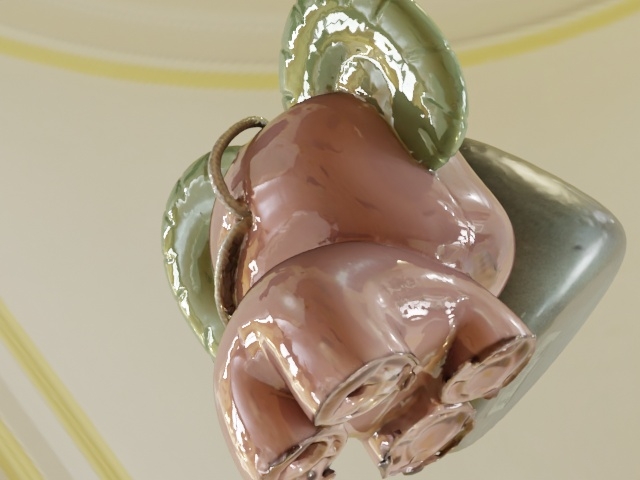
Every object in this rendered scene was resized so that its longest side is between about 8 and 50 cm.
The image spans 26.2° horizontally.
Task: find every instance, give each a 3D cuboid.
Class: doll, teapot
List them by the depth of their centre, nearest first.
[{"bbox_3d":[0.000,0.000,0.825,0.284,0.216,0.268,-54,-124,31],"label":"doll"},{"bbox_3d":[0.050,0.023,1.081,0.285,0.305,0.223,41,-137,16],"label":"teapot"}]
